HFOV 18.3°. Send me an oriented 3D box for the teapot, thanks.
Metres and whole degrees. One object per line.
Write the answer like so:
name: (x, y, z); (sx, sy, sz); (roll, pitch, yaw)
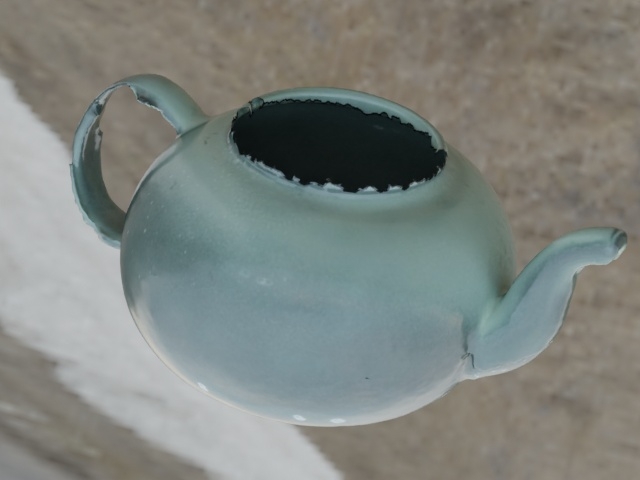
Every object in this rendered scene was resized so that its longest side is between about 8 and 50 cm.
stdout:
teapot: (0.000, 0.000, 0.966); (0.294, 0.129, 0.193); (23, -148, 23)
